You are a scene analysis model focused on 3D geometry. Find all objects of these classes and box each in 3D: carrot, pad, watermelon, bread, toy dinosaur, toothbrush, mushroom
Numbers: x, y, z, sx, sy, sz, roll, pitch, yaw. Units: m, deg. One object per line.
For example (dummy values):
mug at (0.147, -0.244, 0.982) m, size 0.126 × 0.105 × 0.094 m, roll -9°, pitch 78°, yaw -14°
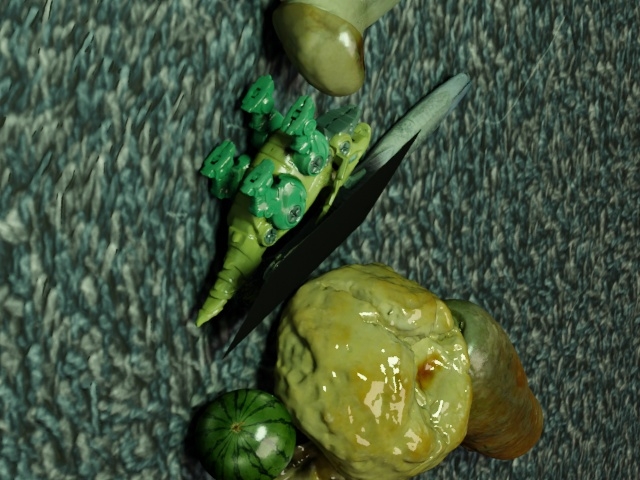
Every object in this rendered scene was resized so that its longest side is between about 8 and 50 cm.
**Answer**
carrot at (0.183, 0.172, 2.017) m, size 0.139 × 0.138 × 0.302 m, roll -64°, pitch 147°, yaw -11°
pad at (0.000, 0.000, 1.673) m, size 0.265 × 0.009 × 0.159 m, roll -43°, pitch 169°, yaw -42°
watermelon at (-0.070, 0.193, 1.673) m, size 0.109 × 0.109 × 0.109 m, roll -32°, pitch 131°, yaw -45°
bread at (0.063, 0.136, 1.761) m, size 0.244 × 0.134 × 0.244 m, roll 17°, pitch 69°, yaw -53°
toy dinosaur at (-0.050, -0.039, 1.603) m, size 0.259 × 0.094 × 0.153 m, roll -52°, pitch 141°, yaw -14°
toothbrush at (0.042, -0.060, 1.766) m, size 0.035 × 0.042 × 0.413 m, roll 50°, pitch 54°, yaw -7°
mushroom at (0.054, -0.288, 1.621) m, size 0.159 × 0.122 × 0.329 m, roll 39°, pitch 68°, yaw -18°

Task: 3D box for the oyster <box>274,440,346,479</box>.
oyster at (-0.046, 0.355, 1.764) m, size 0.351 × 0.115 × 0.238 m, roll -57°, pitch 150°, yaw -59°
